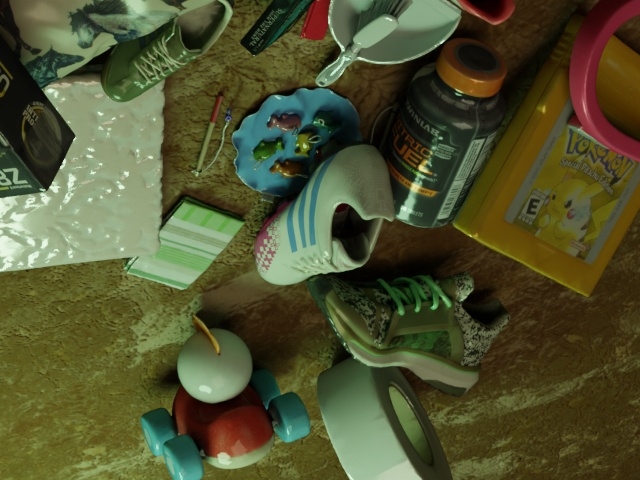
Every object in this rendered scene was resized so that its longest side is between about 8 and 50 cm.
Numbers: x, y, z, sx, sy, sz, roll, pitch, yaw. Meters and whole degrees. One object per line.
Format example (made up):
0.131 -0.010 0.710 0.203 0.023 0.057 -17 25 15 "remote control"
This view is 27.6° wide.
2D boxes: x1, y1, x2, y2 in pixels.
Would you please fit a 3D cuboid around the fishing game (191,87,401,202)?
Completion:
-0.030 -0.121 1.728 0.264 0.041 0.189 3 133 -24 "fishing game"

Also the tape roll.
0.106 0.315 2.085 0.100 0.286 0.286 -30 139 12 "tape roll"

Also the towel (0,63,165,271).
-0.353 -0.089 1.629 0.317 0.053 0.332 -6 138 -16 "towel"

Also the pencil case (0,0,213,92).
-0.217 -0.278 1.385 0.410 0.160 0.183 -25 148 8 "pencil case"

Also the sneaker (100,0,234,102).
-0.172 -0.225 1.481 0.192 0.086 0.064 -43 118 3 "sneaker"

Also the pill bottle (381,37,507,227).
0.161 -0.144 1.704 0.130 0.130 0.246 0 136 -21 "pill bottle"

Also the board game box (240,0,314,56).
-0.009 -0.297 1.480 0.026 0.126 0.186 42 120 -2 "board game box"

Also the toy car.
-0.162 0.208 1.978 0.219 0.210 0.238 -19 113 -20 "toy car"

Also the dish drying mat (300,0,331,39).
0.001 -0.278 1.585 0.032 0.008 0.083 0 136 -22 "dish drying mat"

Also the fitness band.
0.432 -0.213 1.720 0.291 0.054 0.209 18 100 -40 "fitness band"

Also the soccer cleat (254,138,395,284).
0.000 0.000 1.758 0.116 0.143 0.331 -5 151 -27 "soccer cleat"

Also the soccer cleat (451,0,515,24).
0.130 -0.365 1.446 0.108 0.116 0.318 -35 138 9 "soccer cleat"

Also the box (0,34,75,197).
-0.494 -0.160 1.306 0.395 0.097 0.318 -6 135 27 "box"

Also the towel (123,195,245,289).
-0.191 0.004 1.825 0.113 0.023 0.152 19 125 -39 "towel"

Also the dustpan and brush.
0.054 -0.248 1.589 0.147 0.060 0.211 29 152 -18 "dustpan and brush"

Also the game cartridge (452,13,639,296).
0.358 -0.106 1.782 0.285 0.052 0.324 24 99 -40 "game cartridge"

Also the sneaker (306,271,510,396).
0.142 0.097 1.984 0.410 0.158 0.182 23 113 -46 "sneaker"
